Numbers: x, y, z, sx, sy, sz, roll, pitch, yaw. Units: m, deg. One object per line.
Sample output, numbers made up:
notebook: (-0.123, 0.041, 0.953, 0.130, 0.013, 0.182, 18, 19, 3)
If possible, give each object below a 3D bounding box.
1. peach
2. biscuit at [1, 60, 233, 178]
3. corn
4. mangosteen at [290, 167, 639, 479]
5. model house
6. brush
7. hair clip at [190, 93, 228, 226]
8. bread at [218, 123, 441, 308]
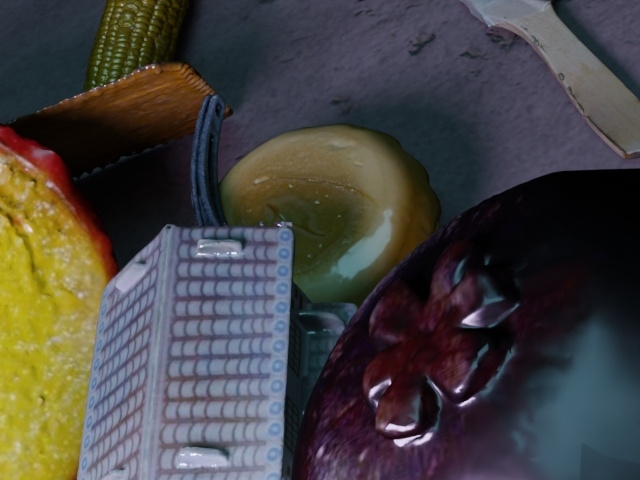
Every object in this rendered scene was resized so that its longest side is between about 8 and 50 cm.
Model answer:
peach: (-0.340, 0.104, 1.489, 0.310, 0.335, 0.406, -23, 51, 52)
biscuit: (-0.199, -0.089, 1.674, 0.232, 0.237, 0.013, -21, 79, 5)
corn: (-0.167, -0.200, 1.840, 0.080, 0.080, 0.238, -6, 51, 19)
mangosteen: (0.192, 0.166, 1.174, 0.382, 0.435, 0.382, -32, 36, 27)
model house: (-0.058, 0.133, 1.395, 0.198, 0.215, 0.224, -16, 48, 22)
brush: (0.197, -0.174, 1.699, 0.085, 0.020, 0.336, -29, 47, -2)
hair clip: (-0.082, -0.035, 1.558, 0.070, 0.039, 0.229, -29, 45, 14)
bread: (0.000, 0.000, 1.575, 0.213, 0.105, 0.213, -18, 52, 24)
